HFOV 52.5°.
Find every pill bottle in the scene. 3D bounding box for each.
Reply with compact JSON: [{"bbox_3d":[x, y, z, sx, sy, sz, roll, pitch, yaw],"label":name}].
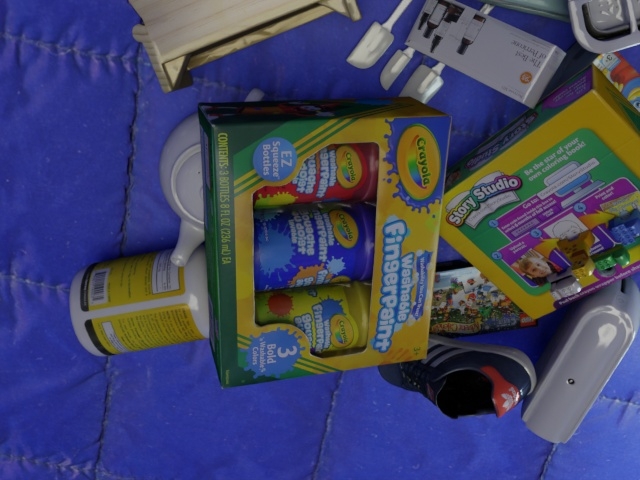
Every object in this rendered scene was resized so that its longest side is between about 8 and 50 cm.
[{"bbox_3d":[-0.292,0.110,1.267,0.334,0.188,0.187,-10,112,7],"label":"pill bottle"}]

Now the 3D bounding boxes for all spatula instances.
[{"bbox_3d":[0.184,-0.363,1.142,0.168,0.019,0.242,36,106,-11],"label":"spatula"}]

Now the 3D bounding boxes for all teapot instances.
[{"bbox_3d":[-0.179,-0.117,1.165,0.253,0.187,0.255,-16,109,8],"label":"teapot"}]

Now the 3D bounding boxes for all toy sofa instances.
[{"bbox_3d":[-0.120,-0.388,1.071,0.363,0.150,0.177,-19,106,10],"label":"toy sofa"}]

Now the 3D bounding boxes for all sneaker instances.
[{"bbox_3d":[0.227,0.270,1.258,0.350,0.148,0.131,-9,109,46],"label":"sneaker"}]

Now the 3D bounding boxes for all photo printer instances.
[{"bbox_3d":[0.503,0.202,1.240,0.107,0.256,0.307,28,112,16],"label":"photo printer"}]

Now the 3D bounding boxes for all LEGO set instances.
[{"bbox_3d":[0.442,0.031,1.017,0.227,0.093,0.087,-29,112,38],"label":"LEGO set"}]

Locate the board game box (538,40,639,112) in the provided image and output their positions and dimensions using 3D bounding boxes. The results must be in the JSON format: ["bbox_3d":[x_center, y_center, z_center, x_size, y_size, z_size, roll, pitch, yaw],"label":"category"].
[{"bbox_3d":[0.513,-0.202,1.124,0.275,0.144,0.142,39,110,-12],"label":"board game box"}]

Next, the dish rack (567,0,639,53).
[{"bbox_3d":[0.483,-0.471,0.956,0.286,0.072,0.332,-16,108,8],"label":"dish rack"}]

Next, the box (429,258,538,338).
[{"bbox_3d":[0.316,0.114,1.319,0.233,0.044,0.159,-9,112,6],"label":"box"}]

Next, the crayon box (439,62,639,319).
[{"bbox_3d":[0.404,-0.061,1.096,0.313,0.106,0.363,41,132,-12],"label":"crayon box"}]

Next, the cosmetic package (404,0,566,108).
[{"bbox_3d":[0.259,-0.310,1.048,0.239,0.060,0.098,36,112,28],"label":"cosmetic package"}]

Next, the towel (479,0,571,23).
[{"bbox_3d":[0.371,-0.525,1.024,0.375,0.090,0.320,12,108,-3],"label":"towel"}]

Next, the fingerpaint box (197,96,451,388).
[{"bbox_3d":[0.000,0.000,1.080,0.372,0.163,0.444,-5,114,-16],"label":"fingerpaint box"}]
